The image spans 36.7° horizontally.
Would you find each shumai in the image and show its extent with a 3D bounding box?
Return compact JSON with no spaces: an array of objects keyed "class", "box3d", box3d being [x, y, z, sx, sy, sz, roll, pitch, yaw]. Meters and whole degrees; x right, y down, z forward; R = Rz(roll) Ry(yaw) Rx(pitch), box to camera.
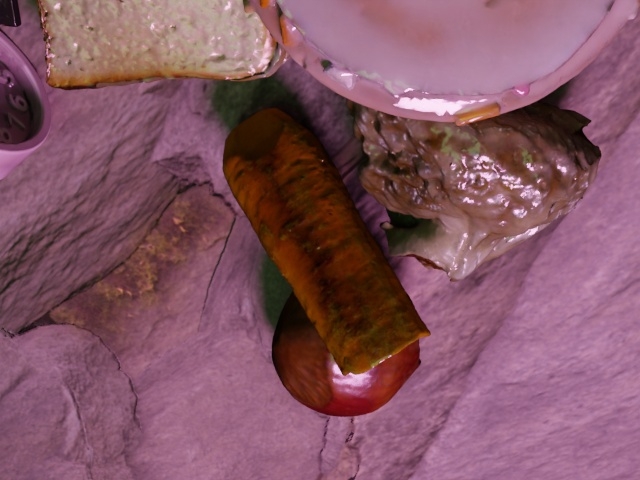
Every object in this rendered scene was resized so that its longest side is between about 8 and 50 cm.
[{"class":"shumai","box3d":[0.132,-0.053,0.973,0.256,0.189,0.218,21,123,15]}]

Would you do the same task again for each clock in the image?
[{"class":"clock","box3d":[-0.388,-0.159,1.032,0.068,0.197,0.197,-34,106,26]}]

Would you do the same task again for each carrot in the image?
[{"class":"carrot","box3d":[0.000,0.000,1.011,0.114,0.114,0.302,-40,70,28]}]

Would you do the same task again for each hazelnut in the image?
[{"class":"hazelnut","box3d":[0.025,0.120,1.127,0.170,0.160,0.202,45,157,1]}]

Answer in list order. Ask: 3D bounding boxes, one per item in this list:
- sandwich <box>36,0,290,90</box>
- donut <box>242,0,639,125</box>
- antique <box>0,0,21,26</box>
[{"class":"sandwich","box3d":[-0.161,-0.306,0.958,0.271,0.099,0.301,-1,115,8]},{"class":"donut","box3d":[0.098,-0.289,0.817,0.382,0.142,0.383,-1,96,-5]},{"class":"antique","box3d":[-0.353,-0.325,1.038,0.031,0.015,0.192,5,119,11]}]
